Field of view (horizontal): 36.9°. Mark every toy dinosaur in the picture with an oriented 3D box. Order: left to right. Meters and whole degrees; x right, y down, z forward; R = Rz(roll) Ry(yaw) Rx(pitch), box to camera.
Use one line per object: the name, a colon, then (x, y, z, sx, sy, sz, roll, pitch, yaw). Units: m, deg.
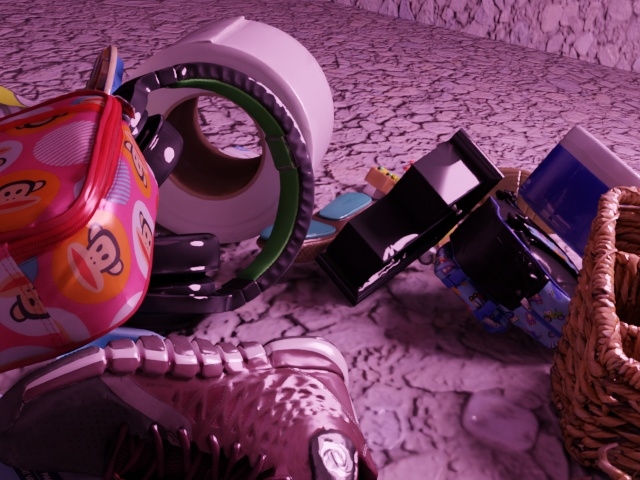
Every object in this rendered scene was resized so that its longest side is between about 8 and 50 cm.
toy dinosaur: (0.236, 0.209, 0.762, 0.183, 0.053, 0.092, 6, 25, -10)

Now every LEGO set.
LEGO set: (0.133, -0.063, 1.283, 0.132, 0.107, 0.287, 9, 23, -3)

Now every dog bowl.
dog bowl: (0.358, -0.008, 1.104, 0.265, 0.104, 0.265, 39, 14, -12)

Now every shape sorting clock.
shape sorting clock: (-0.271, -0.125, 1.099, 0.040, 0.206, 0.206, 20, 18, -23)

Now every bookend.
bookend: (0.096, -0.025, 1.049, 0.156, 0.157, 0.072, -34, 79, -35)

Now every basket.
basket: (0.378, 0.102, 0.856, 0.299, 0.223, 0.213, 12, 23, 3)

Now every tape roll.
tape roll: (-0.115, -0.137, 1.180, 0.246, 0.246, 0.169, 12, 24, 5)

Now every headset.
headset: (-0.194, -0.022, 0.938, 0.394, 0.243, 0.185, -27, 14, -29)

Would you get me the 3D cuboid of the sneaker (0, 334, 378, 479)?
sneaker: (-0.074, 0.154, 0.661, 0.281, 0.106, 0.162, -4, 49, -32)

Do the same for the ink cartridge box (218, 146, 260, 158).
ink cartridge box: (-0.131, -0.111, 1.384, 0.048, 0.028, 0.083, 27, 28, 34)

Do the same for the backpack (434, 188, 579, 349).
backpack: (0.221, 0.047, 1.047, 0.173, 0.117, 0.158, 45, 13, -7)

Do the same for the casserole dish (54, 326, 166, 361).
casserole dish: (-0.169, 0.131, 0.794, 0.114, 0.037, 0.188, 8, 24, -5)

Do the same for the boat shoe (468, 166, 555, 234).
boat shoe: (0.253, -0.063, 1.375, 0.223, 0.080, 0.073, 19, -8, 13)

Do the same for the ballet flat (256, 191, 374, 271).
ballet flat: (0.000, 0.000, 1.131, 0.073, 0.067, 0.206, 19, 27, 33)

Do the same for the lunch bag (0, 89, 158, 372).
lunch bag: (-0.270, -0.006, 0.731, 0.293, 0.120, 0.258, -17, 32, 6)

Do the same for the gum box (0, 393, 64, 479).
gum box: (-0.290, 0.165, 0.656, 0.184, 0.041, 0.157, -10, 30, -38)

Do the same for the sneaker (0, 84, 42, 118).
sneaker: (-0.379, -0.125, 1.246, 0.300, 0.111, 0.121, 10, 33, 13)
